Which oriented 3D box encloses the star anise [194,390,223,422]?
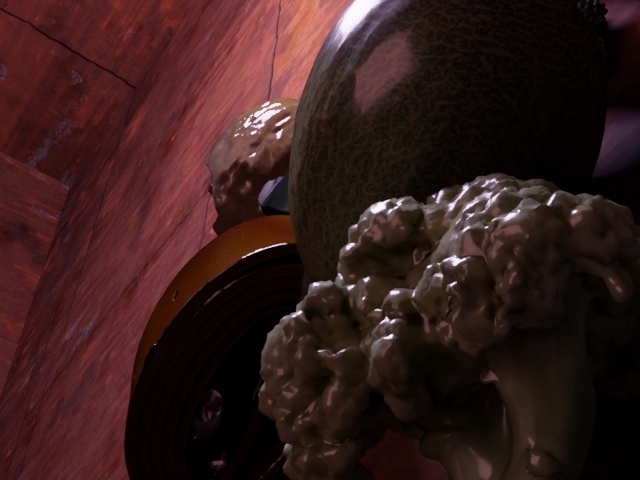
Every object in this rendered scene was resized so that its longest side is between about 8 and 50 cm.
[{"bbox_3d":[-0.133,0.203,1.284,0.214,0.099,0.220,17,80,59],"label":"star anise"}]

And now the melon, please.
[{"bbox_3d":[0.097,-0.074,0.866,0.248,0.249,0.329,-101,29,-59],"label":"melon"}]

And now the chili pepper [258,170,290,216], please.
[{"bbox_3d":[-0.005,-0.006,1.208,0.148,0.116,0.264,-10,56,61],"label":"chili pepper"}]

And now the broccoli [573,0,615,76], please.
[{"bbox_3d":[0.191,-0.149,0.983,0.118,0.122,0.204,-79,8,-72],"label":"broccoli"}]

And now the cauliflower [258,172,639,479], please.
[{"bbox_3d":[0.093,0.092,0.669,0.327,0.260,0.281,110,177,-52],"label":"cauliflower"}]

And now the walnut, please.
[{"bbox_3d":[-0.079,-0.112,1.485,0.204,0.141,0.238,-37,35,39],"label":"walnut"}]

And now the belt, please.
[{"bbox_3d":[-0.072,0.132,1.067,0.338,0.217,0.122,-60,15,16],"label":"belt"}]
